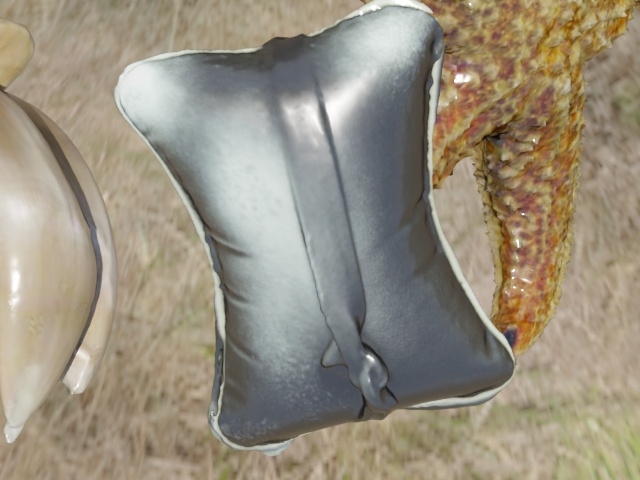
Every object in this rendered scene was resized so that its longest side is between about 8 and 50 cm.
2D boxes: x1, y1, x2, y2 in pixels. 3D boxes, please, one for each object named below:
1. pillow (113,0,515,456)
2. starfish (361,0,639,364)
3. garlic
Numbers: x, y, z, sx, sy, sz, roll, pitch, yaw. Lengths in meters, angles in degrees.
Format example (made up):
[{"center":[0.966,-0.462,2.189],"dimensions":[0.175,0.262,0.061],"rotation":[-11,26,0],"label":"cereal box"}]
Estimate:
[{"center":[0.000,-0.001,0.580],"dimensions":[0.091,0.055,0.136],"rotation":[-2,115,29],"label":"pillow"},{"center":[0.079,-0.096,0.950],"dimensions":[0.303,0.113,0.312],"rotation":[-54,128,-13],"label":"starfish"},{"center":[-0.245,-0.038,1.305],"dimensions":[0.279,0.325,0.132],"rotation":[24,120,-41],"label":"garlic"}]
